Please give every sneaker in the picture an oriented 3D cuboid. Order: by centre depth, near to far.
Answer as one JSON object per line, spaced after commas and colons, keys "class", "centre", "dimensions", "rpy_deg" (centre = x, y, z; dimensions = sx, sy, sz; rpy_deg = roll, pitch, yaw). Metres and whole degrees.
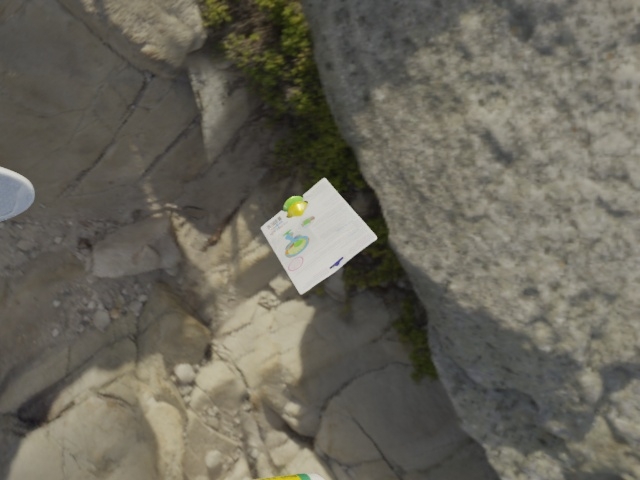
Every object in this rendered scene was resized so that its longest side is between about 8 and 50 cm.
{"class": "sneaker", "centre": [-0.574, -0.096, 1.261], "dimensions": [0.295, 0.147, 0.105], "rpy_deg": [-2, 118, -5]}

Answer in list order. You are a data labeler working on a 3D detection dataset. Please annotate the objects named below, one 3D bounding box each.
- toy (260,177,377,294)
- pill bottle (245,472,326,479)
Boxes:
{"class": "toy", "centre": [0.000, 0.000, 1.292], "dimensions": [0.137, 0.237, 0.056], "rpy_deg": [-37, 124, 1]}
{"class": "pill bottle", "centre": [-0.092, 0.280, 0.754], "dimensions": [0.208, 0.117, 0.118], "rpy_deg": [-1, 95, -18]}
